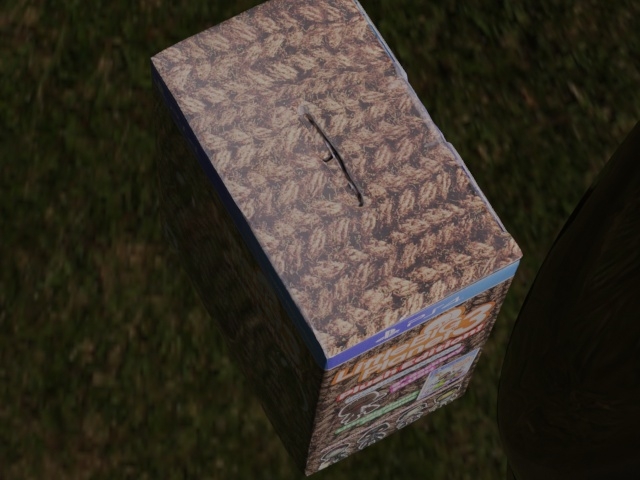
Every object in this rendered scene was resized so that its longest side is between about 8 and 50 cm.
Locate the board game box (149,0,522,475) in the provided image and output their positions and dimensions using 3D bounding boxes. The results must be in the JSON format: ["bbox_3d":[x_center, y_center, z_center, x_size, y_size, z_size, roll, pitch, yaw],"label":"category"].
[{"bbox_3d":[0.000,0.000,1.269,0.141,0.232,0.291,-27,162,-13],"label":"board game box"}]

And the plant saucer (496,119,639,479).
[{"bbox_3d":[0.142,-0.018,0.506,0.041,0.278,0.278,40,109,-11],"label":"plant saucer"}]
